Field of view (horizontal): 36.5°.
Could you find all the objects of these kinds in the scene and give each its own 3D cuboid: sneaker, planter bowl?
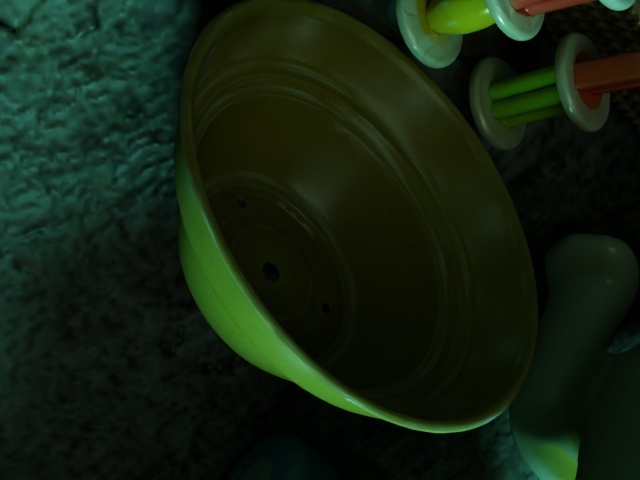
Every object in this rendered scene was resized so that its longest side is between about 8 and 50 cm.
[{"bbox_3d":[0.191,-0.122,0.541,0.185,0.069,0.084,42,75,-34],"label":"sneaker"},{"bbox_3d":[0.000,0.000,0.463,0.217,0.217,0.090,26,137,-32],"label":"planter bowl"}]

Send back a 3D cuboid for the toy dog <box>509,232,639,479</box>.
[{"bbox_3d":[0.278,0.146,0.539,0.284,0.408,0.395,-37,90,34],"label":"toy dog"}]

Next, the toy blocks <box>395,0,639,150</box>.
[{"bbox_3d":[0.128,-0.103,0.465,0.123,0.148,0.054,42,54,-34],"label":"toy blocks"}]

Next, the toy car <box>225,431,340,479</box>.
[{"bbox_3d":[-0.018,0.282,0.570,0.238,0.210,0.219,-42,114,14],"label":"toy car"}]
